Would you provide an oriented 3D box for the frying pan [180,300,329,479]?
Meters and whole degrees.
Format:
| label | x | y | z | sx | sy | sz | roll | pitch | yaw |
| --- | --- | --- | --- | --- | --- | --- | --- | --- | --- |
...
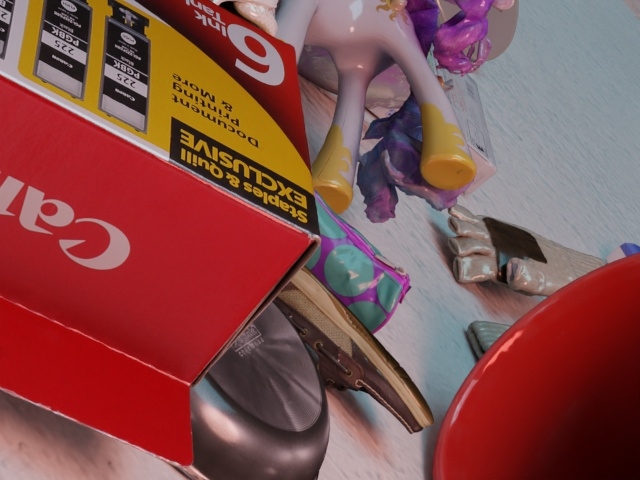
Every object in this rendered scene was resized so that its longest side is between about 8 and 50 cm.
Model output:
| label | x | y | z | sx | sy | sz | roll | pitch | yaw |
| --- | --- | --- | --- | --- | --- | --- | --- | --- | --- |
| frying pan | -0.089 | 0.025 | 1.003 | 0.197 | 0.053 | 0.326 | 13 | 44 | -56 |

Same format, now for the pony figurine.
| label | x | y | z | sx | sy | sz | roll | pitch | yaw |
| --- | --- | --- | --- | --- | --- | --- | --- | --- | --- |
| pony figurine | 0.035 | -0.187 | 1.335 | 0.351 | 0.303 | 0.363 | 23 | 43 | -26 |

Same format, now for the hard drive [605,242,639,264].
| label | x | y | z | sx | sy | sz | roll | pitch | yaw |
| --- | --- | --- | --- | --- | --- | --- | --- | --- | --- |
| hard drive | 0.461 | 0.156 | 1.815 | 0.210 | 0.040 | 0.319 | 22 | 33 | -47 |

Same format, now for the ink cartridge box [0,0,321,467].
| label | x | y | z | sx | sy | sz | roll | pitch | yaw |
| --- | --- | --- | --- | --- | --- | --- | --- | --- | --- |
| ink cartridge box | -0.162 | -0.061 | 0.836 | 0.309 | 0.130 | 0.272 | 27 | 30 | -24 |

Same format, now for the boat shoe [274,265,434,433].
| label | x | y | z | sx | sy | sz | roll | pitch | yaw |
| --- | --- | --- | --- | --- | --- | --- | --- | --- | --- |
| boat shoe | 0.016 | 0.080 | 1.099 | 0.152 | 0.049 | 0.056 | 48 | 3 | 11 |

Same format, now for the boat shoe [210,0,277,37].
| label | x | y | z | sx | sy | sz | roll | pitch | yaw |
| --- | --- | --- | --- | --- | --- | --- | --- | --- | --- |
| boat shoe | -0.070 | -0.160 | 1.098 | 0.096 | 0.277 | 0.098 | 28 | -27 | 14 |

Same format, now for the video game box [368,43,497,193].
| label | x | y | z | sx | sy | sz | roll | pitch | yaw |
| --- | --- | --- | --- | --- | --- | --- | --- | --- | --- |
| video game box | 0.097 | -0.163 | 1.657 | 0.187 | 0.048 | 0.205 | 41 | 23 | -23 |

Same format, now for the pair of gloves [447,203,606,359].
| label | x | y | z | sx | sy | sz | roll | pitch | yaw |
| --- | --- | --- | --- | --- | --- | --- | --- | --- | --- |
| pair of gloves | 0.215 | 0.062 | 1.436 | 0.204 | 0.042 | 0.240 | 16 | 33 | -22 |

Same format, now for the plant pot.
| label | x | y | z | sx | sy | sz | roll | pitch | yaw |
| --- | --- | --- | --- | --- | --- | --- | --- | --- | --- |
| plant pot | 0.256 | 0.180 | 1.130 | 0.243 | 0.275 | 0.275 | 51 | 19 | -25 |

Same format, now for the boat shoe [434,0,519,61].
| label | x | y | z | sx | sy | sz | roll | pitch | yaw |
| --- | --- | --- | --- | --- | --- | --- | --- | --- | --- |
| boat shoe | 0.132 | -0.384 | 1.995 | 0.158 | 0.127 | 0.340 | 8 | -59 | 69 |

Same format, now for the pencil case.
| label | x | y | z | sx | sy | sz | roll | pitch | yaw |
| --- | --- | --- | --- | --- | --- | --- | --- | --- | --- |
| pencil case | 0.000 | 0.000 | 1.172 | 0.152 | 0.070 | 0.064 | 46 | 26 | -3 |
